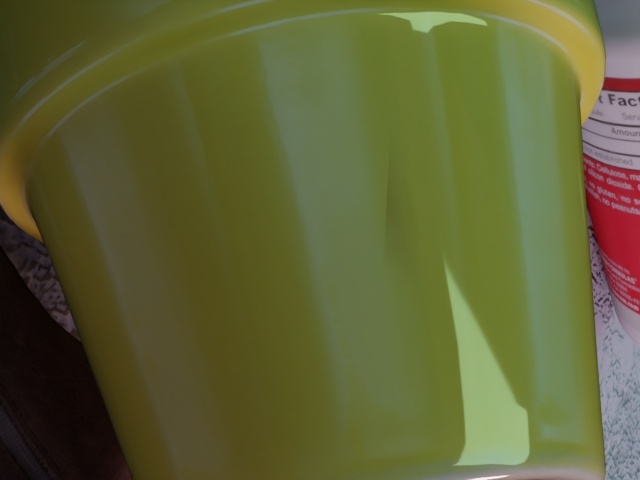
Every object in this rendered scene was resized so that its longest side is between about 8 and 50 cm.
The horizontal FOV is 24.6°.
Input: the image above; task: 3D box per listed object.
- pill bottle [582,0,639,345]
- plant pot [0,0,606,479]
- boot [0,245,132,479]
[{"bbox_3d":[0.310,-0.118,1.176,0.229,0.229,0.408,-52,132,-46],"label":"pill bottle"},{"bbox_3d":[0.000,0.000,0.574,0.254,0.254,0.239,24,49,-56],"label":"plant pot"},{"bbox_3d":[-0.150,0.133,0.571,0.207,0.090,0.248,55,44,-25],"label":"boot"}]
